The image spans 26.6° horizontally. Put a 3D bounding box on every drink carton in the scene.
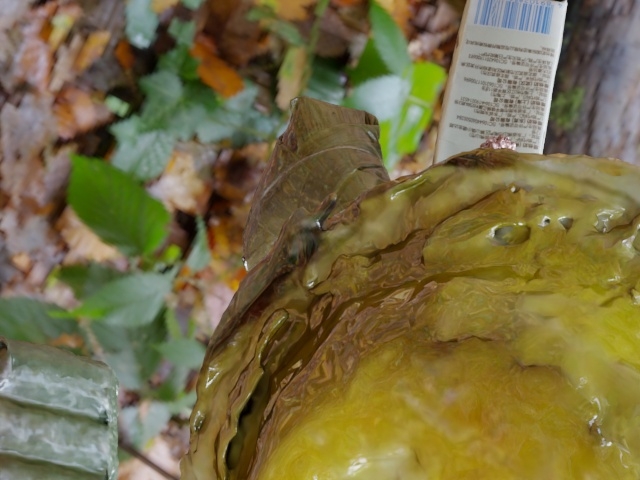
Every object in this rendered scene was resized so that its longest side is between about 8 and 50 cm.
[{"bbox_3d":[0.217,-0.131,1.685,0.194,0.132,0.325,81,19,-60],"label":"drink carton"}]

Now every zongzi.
[{"bbox_3d":[0.000,0.000,1.739,0.145,0.300,0.274,10,126,-25],"label":"zongzi"}]

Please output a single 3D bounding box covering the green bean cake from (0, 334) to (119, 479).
[{"bbox_3d":[-0.179,0.160,0.779,0.181,0.094,0.173,-40,-137,55],"label":"green bean cake"}]

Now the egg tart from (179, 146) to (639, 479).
[{"bbox_3d":[0.061,0.109,0.465,0.116,0.294,0.295,-6,120,-61],"label":"egg tart"}]

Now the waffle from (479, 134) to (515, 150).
[{"bbox_3d":[0.166,-0.071,1.354,0.075,0.029,0.083,-17,137,-62],"label":"waffle"}]
